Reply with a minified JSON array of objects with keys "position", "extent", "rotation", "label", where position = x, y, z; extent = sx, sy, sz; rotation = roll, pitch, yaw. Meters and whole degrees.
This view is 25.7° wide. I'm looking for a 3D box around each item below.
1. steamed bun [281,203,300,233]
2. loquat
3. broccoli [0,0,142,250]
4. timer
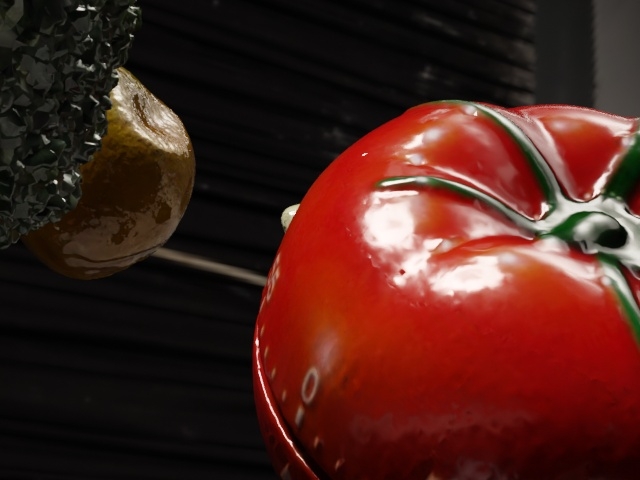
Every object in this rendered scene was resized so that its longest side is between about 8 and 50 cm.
[{"position":[0.000,0.000,2.106],"extent":[0.112,0.091,0.129],"rotation":[64,-177,-85],"label":"steamed bun"},{"position":[-0.305,-0.095,1.818],"extent":[0.276,0.284,0.276],"rotation":[-37,19,15],"label":"loquat"},{"position":[-0.222,-0.141,0.673],"extent":[0.249,0.302,0.375],"rotation":[42,139,46],"label":"broccoli"},{"position":[0.145,0.083,0.883],"extent":[0.378,0.378,0.279],"rotation":[-120,35,-45],"label":"timer"}]
